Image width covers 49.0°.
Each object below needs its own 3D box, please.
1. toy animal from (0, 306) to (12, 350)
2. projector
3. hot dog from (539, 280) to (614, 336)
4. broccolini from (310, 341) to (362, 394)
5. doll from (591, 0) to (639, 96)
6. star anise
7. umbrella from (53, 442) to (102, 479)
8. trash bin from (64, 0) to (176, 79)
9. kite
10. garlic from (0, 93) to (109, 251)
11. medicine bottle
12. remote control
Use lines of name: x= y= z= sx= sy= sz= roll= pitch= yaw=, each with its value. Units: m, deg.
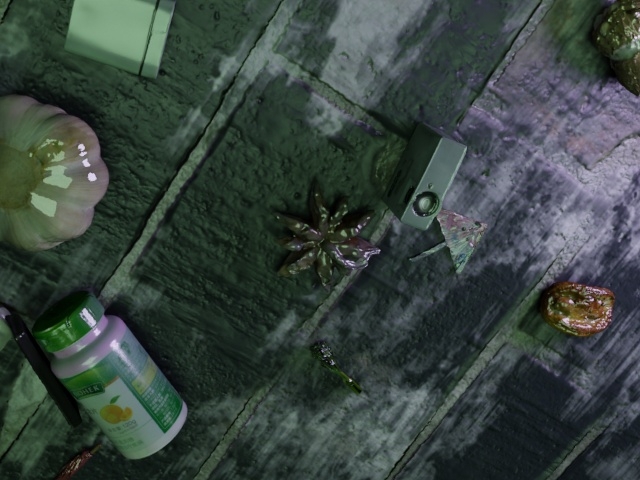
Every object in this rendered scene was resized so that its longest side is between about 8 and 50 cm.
toy animal: x=-0.578 y=0.120 z=1.053 sx=0.178 sy=0.127 sz=0.193 roll=-43 pitch=115 yaw=9
projector: x=0.167 y=-0.103 z=1.120 sx=0.061 sy=0.115 sz=0.147 roll=20 pitch=106 yaw=-16
hot dog: x=0.481 y=0.126 z=1.300 sx=0.147 sy=0.065 sz=0.099 roll=13 pitch=98 yaw=-14
broccolini: x=0.033 y=0.231 z=1.276 sx=0.140 sy=0.030 sz=0.035 roll=46 pitch=61 yaw=-27
doll: x=0.520 y=-0.293 z=1.127 sx=0.105 sy=0.115 sz=0.221 roll=-44 pitch=119 yaw=-4
star anise: x=0.000 y=0.000 z=1.154 sx=0.195 sy=0.065 sz=0.182 roll=-41 pitch=112 yaw=10
umbrella: x=-0.450 y=0.413 z=1.244 sx=0.165 sy=0.027 sz=0.025 roll=-43 pitch=138 yaw=4
trash bin: x=-0.280 y=-0.301 z=0.985 sx=0.130 sy=0.059 sz=0.116 roll=14 pitch=107 yaw=-15
kite: x=0.224 y=0.003 z=1.231 sx=0.157 sy=0.011 sz=0.139 roll=-26 pitch=110 yaw=-2
garlic: x=-0.407 y=-0.093 z=0.989 sx=0.228 sy=0.152 sz=0.228 roll=1 pitch=109 yaw=4
medicine bottle: x=-0.340 y=0.214 z=1.134 sx=0.133 sy=0.133 sz=0.274 roll=-29 pitch=112 yaw=1
remote control: x=-0.436 y=0.212 z=1.113 sx=0.025 sy=0.063 sz=0.245 roll=-26 pitch=136 yaw=-17
